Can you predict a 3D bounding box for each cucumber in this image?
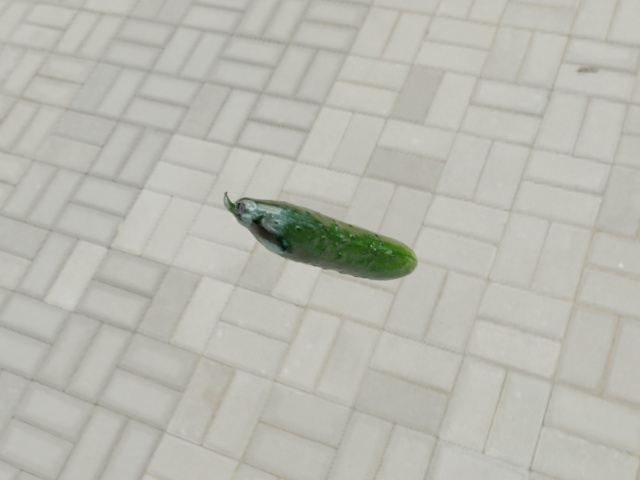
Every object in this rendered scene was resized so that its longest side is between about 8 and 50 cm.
[{"bbox_3d":[0.000,0.000,0.474,0.037,0.155,0.037,-29,52,46],"label":"cucumber"}]
